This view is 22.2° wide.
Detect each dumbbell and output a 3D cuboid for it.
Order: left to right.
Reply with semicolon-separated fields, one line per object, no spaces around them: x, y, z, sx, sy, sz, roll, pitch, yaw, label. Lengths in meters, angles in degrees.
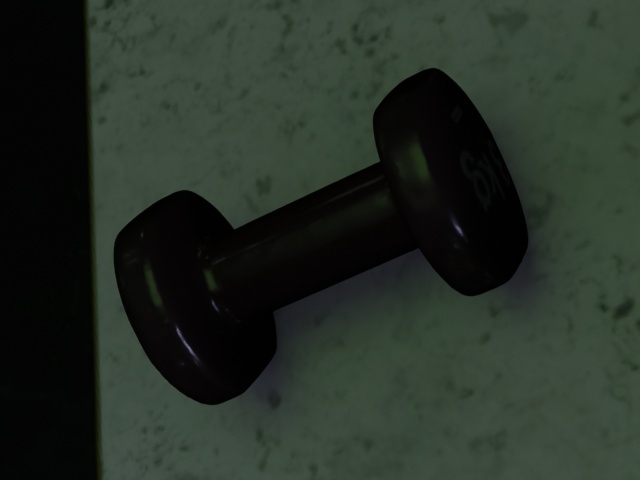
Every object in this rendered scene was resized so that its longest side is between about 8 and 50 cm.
0.000;0.000;0.959;0.225;0.140;0.124;-24;100;23;dumbbell
